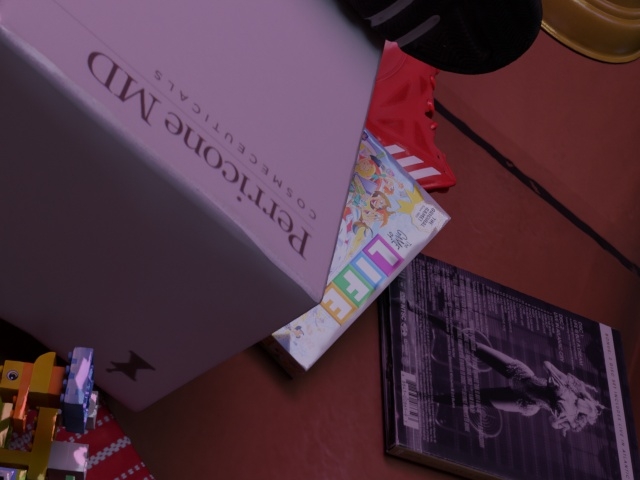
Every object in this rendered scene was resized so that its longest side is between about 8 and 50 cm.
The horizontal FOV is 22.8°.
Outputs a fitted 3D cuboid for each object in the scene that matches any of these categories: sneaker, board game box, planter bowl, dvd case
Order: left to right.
[{"bbox_3d":[0.000,0.000,1.034,0.103,0.026,0.154,46,63,-3],"label":"board game box"},{"bbox_3d":[0.032,-0.235,0.944,0.281,0.106,0.163,41,35,-24],"label":"sneaker"},{"bbox_3d":[0.059,-0.099,1.167,0.128,0.087,0.221,50,54,-11],"label":"sneaker"},{"bbox_3d":[0.135,0.103,1.117,0.221,0.018,0.165,20,49,-27],"label":"dvd case"},{"bbox_3d":[0.251,-0.274,1.429,0.217,0.090,0.217,21,50,-28],"label":"planter bowl"}]

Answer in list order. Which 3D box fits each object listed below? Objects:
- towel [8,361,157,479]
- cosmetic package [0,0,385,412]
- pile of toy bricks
[{"bbox_3d":[-0.123,0.208,0.820,0.199,0.031,0.275,-26,79,-47],"label":"towel"},{"bbox_3d":[-0.090,-0.151,0.960,0.230,0.161,0.453,41,38,-24],"label":"cosmetic package"},{"bbox_3d":[-0.172,0.137,0.743,0.105,0.118,0.212,7,56,-3],"label":"pile of toy bricks"}]
